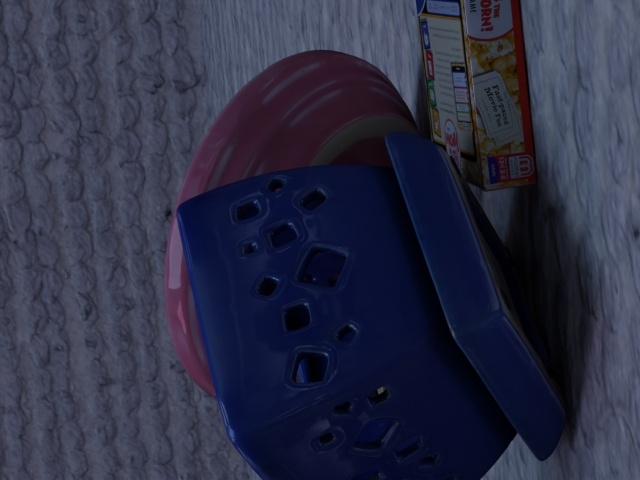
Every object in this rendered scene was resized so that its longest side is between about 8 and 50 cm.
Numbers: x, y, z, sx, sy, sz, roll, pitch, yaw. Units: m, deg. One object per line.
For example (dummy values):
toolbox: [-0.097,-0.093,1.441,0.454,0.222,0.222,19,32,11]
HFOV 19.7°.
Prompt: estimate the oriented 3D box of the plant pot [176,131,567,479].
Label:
plant pot: [0.048,0.072,1.393,0.236,0.212,0.236,55,-165,-49]

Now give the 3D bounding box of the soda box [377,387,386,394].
soda box: [0.087,0.168,1.833,0.061,0.058,0.181,155,106,-80]

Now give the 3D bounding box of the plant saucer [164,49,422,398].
plant saucer: [0.000,0.000,1.634,0.084,0.332,0.332,20,126,35]

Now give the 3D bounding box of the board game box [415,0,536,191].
board game box: [0.116,-0.144,1.431,0.147,0.045,0.193,-141,43,-75]
